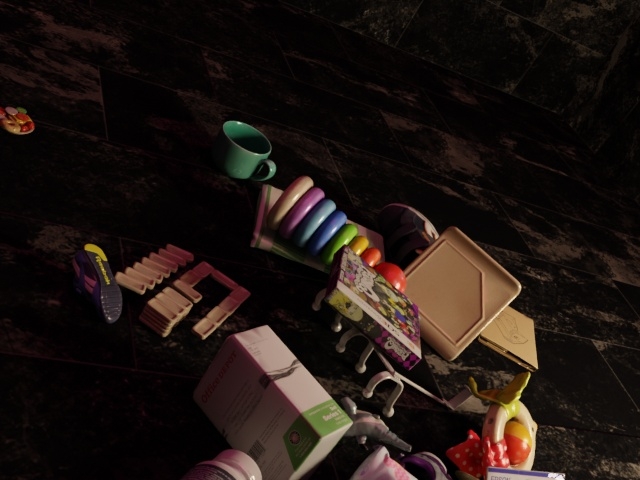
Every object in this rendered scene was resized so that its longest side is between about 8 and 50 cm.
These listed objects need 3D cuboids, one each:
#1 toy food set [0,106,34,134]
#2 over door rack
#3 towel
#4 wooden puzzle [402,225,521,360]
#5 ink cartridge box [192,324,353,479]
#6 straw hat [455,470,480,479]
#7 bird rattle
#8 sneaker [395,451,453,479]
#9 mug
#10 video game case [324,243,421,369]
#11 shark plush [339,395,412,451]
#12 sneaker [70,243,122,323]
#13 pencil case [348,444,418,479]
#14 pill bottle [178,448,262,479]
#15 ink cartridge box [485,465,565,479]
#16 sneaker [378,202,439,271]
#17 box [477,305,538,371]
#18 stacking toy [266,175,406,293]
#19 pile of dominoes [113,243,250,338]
[{"bbox_3d":[-0.630,-0.247,1.666,0.082,0.020,0.083,46,33,23],"label":"toy food set"},{"bbox_3d":[0.135,0.231,1.618,0.324,0.108,0.239,21,29,-48],"label":"over door rack"},{"bbox_3d":[0.000,0.000,1.869,0.325,0.038,0.248,23,31,-13],"label":"towel"},{"bbox_3d":[0.293,0.118,1.830,0.221,0.239,0.044,43,-8,19],"label":"wooden puzzle"},{"bbox_3d":[-0.081,0.267,1.286,0.219,0.160,0.093,47,31,22],"label":"ink cartridge box"},{"bbox_3d":[0.278,0.469,1.421,0.144,0.144,0.061,35,71,5],"label":"straw hat"},{"bbox_3d":[0.355,0.378,1.547,0.207,0.143,0.253,44,43,-32],"label":"bird rattle"},{"bbox_3d":[0.208,0.447,1.356,0.224,0.083,0.098,43,9,36],"label":"sneaker"},{"bbox_3d":[-0.191,-0.200,1.934,0.129,0.097,0.157,11,37,-33],"label":"mug"},{"bbox_3d":[0.104,0.122,1.562,0.210,0.042,0.232,41,18,-9],"label":"video game case"},{"bbox_3d":[0.078,0.341,1.415,0.161,0.073,0.067,26,44,6],"label":"shark plush"},{"bbox_3d":[-0.385,0.080,1.390,0.053,0.059,0.144,13,50,-62],"label":"sneaker"},{"bbox_3d":[0.156,0.454,1.285,0.273,0.113,0.124,40,-12,14],"label":"pencil case"},{"bbox_3d":[-0.158,0.368,1.116,0.108,0.108,0.180,38,31,10],"label":"pill bottle"},{"bbox_3d":[0.270,0.499,1.179,0.165,0.065,0.332,15,76,-28],"label":"ink cartridge box"},{"bbox_3d":[0.229,0.029,1.965,0.127,0.126,0.321,1,43,-51],"label":"sneaker"},{"bbox_3d":[0.460,0.221,2.005,0.164,0.021,0.201,30,29,-5],"label":"box"},{"bbox_3d":[0.048,0.011,1.745,0.330,0.141,0.141,39,30,4],"label":"stacking toy"},{"bbox_3d":[-0.259,0.099,1.514,0.196,0.040,0.251,35,22,5],"label":"pile of dominoes"}]
